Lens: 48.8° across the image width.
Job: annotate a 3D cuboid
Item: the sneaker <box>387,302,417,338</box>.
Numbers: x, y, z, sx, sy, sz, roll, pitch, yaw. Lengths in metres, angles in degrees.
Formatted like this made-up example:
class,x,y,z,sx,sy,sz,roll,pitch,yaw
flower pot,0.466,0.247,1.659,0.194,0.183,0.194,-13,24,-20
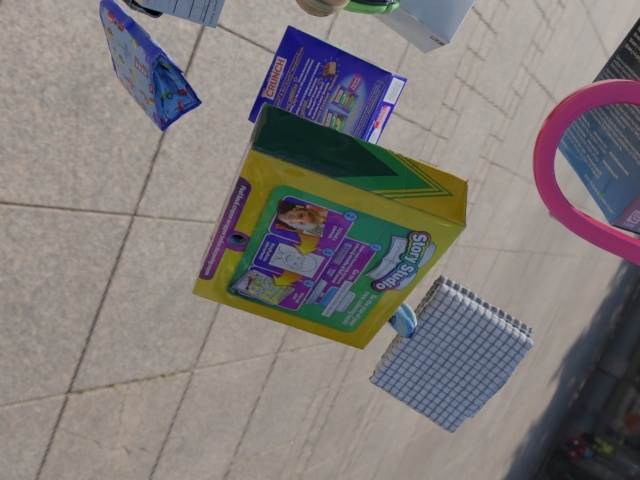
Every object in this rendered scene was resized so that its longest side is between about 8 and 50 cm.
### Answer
class,x,y,z,sx,sy,sz,roll,pitch,yaw
sneaker,0.119,0.138,1.377,0.073,0.162,0.063,-17,138,-40

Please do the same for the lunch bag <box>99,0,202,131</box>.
class,x,y,z,sx,sy,sz,roll,pitch,yaw
lunch bag,-0.437,-0.446,1.733,0.138,0.221,0.293,-38,161,-10

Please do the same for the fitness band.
class,x,y,z,sx,sy,sz,roll,pitch,yaw
fitness band,0.412,-0.081,0.895,0.208,0.291,0.054,-64,179,19

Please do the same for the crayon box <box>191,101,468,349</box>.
class,x,y,z,sx,sy,sz,roll,pitch,yaw
crayon box,0.000,0.000,1.083,0.363,0.313,0.106,121,-17,-48

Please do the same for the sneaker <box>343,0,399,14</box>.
class,x,y,z,sx,sy,sz,roll,pitch,yaw
sneaker,-0.007,-0.636,1.378,0.185,0.482,0.202,-27,166,-45

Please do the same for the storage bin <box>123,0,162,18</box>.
class,x,y,z,sx,sy,sz,roll,pitch,yaw
storage bin,-0.420,-0.662,1.760,0.180,0.084,0.122,-50,161,19

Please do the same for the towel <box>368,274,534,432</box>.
class,x,y,z,sx,sy,sz,roll,pitch,yaw
towel,0.273,0.240,1.491,0.283,0.235,0.121,-57,-177,23

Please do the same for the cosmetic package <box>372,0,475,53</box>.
class,x,y,z,sx,sy,sz,roll,pitch,yaw
cosmetic package,0.284,-0.657,1.631,0.384,0.217,0.156,-57,-165,-2

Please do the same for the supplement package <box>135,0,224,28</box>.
class,x,y,z,sx,sy,sz,roll,pitch,yaw
supplement package,-0.316,-0.560,1.583,0.179,0.105,0.105,7,113,-35

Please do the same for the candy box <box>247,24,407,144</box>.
class,x,y,z,sx,sy,sz,roll,pitch,yaw
candy box,0.013,-0.355,1.779,0.268,0.317,0.122,-64,160,15

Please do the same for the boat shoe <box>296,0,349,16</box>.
class,x,y,z,sx,sy,sz,roll,pitch,yaw
boat shoe,-0.015,-0.451,1.102,0.122,0.341,0.110,18,140,-25

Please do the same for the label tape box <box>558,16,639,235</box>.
class,x,y,z,sx,sy,sz,roll,pitch,yaw
label tape box,0.504,-0.203,1.006,0.106,0.240,0.333,15,127,-20
